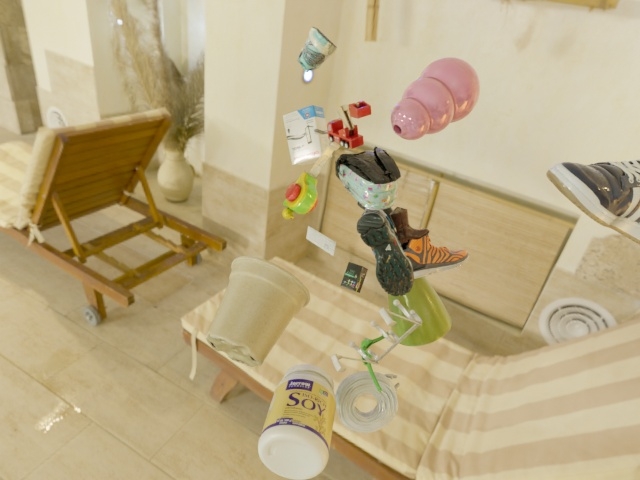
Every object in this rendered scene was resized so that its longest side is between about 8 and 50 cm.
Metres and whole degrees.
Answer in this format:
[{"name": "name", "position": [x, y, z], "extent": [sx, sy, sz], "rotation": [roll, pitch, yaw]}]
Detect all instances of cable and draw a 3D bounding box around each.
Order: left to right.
[{"name": "cable", "position": [0.188, 0.659, 1.728], "extent": [0.257, 0.257, 0.089], "rotation": [13, 8, -7]}]

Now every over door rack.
[{"name": "over door rack", "position": [0.185, 0.307, 1.398], "extent": [0.108, 0.239, 0.324], "rotation": [50, 16, 28]}]

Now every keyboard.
[{"name": "keyboard", "position": [0.000, 0.000, 2.164], "extent": [0.014, 0.072, 0.256], "rotation": [2, 19, -36]}]

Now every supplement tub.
[{"name": "supplement tub", "position": [-0.070, 0.637, 1.525], "extent": [0.241, 0.241, 0.331], "rotation": [11, 29, 3]}]

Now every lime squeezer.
[{"name": "lime squeezer", "position": [0.202, 0.453, 1.664], "extent": [0.110, 0.059, 0.310], "rotation": [38, 31, -8]}]

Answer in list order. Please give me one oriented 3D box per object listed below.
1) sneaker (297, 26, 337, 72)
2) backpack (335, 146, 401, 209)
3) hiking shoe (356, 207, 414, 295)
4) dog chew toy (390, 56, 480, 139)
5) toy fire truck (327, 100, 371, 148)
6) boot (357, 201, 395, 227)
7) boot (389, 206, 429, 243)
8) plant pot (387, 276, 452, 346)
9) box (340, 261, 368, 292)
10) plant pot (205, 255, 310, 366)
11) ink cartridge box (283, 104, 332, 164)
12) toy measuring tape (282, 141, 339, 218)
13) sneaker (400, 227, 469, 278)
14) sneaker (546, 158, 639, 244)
[{"name": "sneaker", "position": [-0.026, -0.625, 1.405], "extent": [0.110, 0.122, 0.283], "rotation": [41, 18, -13]}, {"name": "backpack", "position": [0.138, -0.166, 1.141], "extent": [0.152, 0.115, 0.182], "rotation": [-20, 42, -17]}, {"name": "hiking shoe", "position": [0.206, 0.025, 1.262], "extent": [0.113, 0.304, 0.132], "rotation": [-14, 27, 21]}, {"name": "dog chew toy", "position": [0.352, -0.435, 1.349], "extent": [0.332, 0.206, 0.207], "rotation": [-40, 51, -20]}, {"name": "toy fire truck", "position": [0.076, -0.338, 1.218], "extent": [0.047, 0.135, 0.192], "rotation": [-24, 34, -21]}, {"name": "boot", "position": [0.302, -0.201, 1.973], "extent": [0.246, 0.207, 0.094], "rotation": [38, 33, 24]}, {"name": "boot", "position": [0.272, -0.056, 1.293], "extent": [0.106, 0.114, 0.037], "rotation": [-19, 22, -1]}, {"name": "plant pot", "position": [0.410, 0.271, 1.901], "extent": [0.275, 0.293, 0.275], "rotation": [-21, 16, 6]}, {"name": "box", "position": [0.108, 0.119, 1.358], "extent": [0.052, 0.083, 0.062], "rotation": [17, -5, 26]}, {"name": "plant pot", "position": [-0.248, 0.279, 1.562], "extent": [0.334, 0.334, 0.305], "rotation": [17, 58, 14]}, {"name": "ink cartridge box", "position": [-0.051, -0.412, 1.685], "extent": [0.148, 0.203, 0.086], "rotation": [-10, 2, 30]}, {"name": "toy measuring tape", "position": [-0.029, -0.201, 1.518], "extent": [0.121, 0.330, 0.121], "rotation": [36, 14, -11]}, {"name": "sneaker", "position": [0.442, 0.032, 1.657], "extent": [0.321, 0.180, 0.124], "rotation": [-13, -1, -27]}, {"name": "sneaker", "position": [0.462, -0.088, 0.606], "extent": [0.282, 0.153, 0.099], "rotation": [18, 37, -27]}]
